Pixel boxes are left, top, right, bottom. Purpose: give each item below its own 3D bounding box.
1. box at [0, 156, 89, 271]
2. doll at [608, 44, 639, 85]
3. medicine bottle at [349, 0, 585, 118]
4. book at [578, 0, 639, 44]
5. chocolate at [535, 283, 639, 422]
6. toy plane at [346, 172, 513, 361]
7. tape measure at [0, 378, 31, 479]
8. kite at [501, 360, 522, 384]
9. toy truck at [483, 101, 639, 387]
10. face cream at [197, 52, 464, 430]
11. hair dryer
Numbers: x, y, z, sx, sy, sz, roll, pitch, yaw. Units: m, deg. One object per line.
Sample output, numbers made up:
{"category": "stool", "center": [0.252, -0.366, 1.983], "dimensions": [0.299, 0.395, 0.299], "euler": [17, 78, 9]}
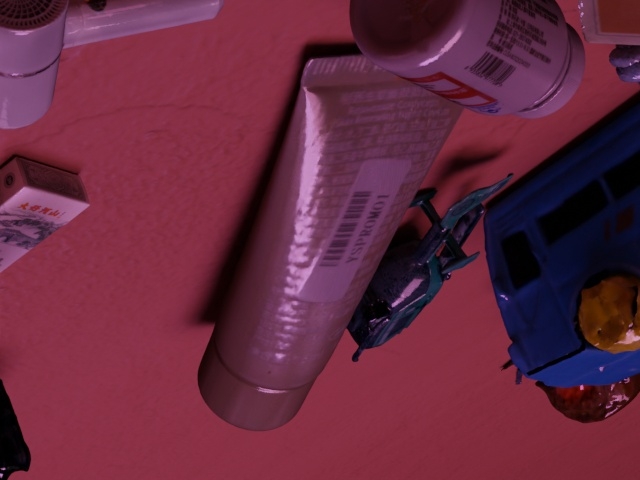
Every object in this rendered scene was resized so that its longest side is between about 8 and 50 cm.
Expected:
{"category": "box", "center": [-0.183, -0.013, 0.847], "dimensions": [0.083, 0.024, 0.054], "euler": [-34, 150, 25]}
{"category": "doll", "center": [0.268, -0.133, 0.877], "dimensions": [0.180, 0.075, 0.120], "euler": [-17, 174, 36]}
{"category": "medicine bottle", "center": [0.085, -0.113, 0.791], "dimensions": [0.079, 0.079, 0.140], "euler": [-35, 151, 26]}
{"category": "book", "center": [0.244, -0.155, 0.720], "dimensions": [0.241, 0.018, 0.170], "euler": [5, 145, 19]}
{"category": "chocolate", "center": [0.216, 0.080, 1.211], "dimensions": [0.124, 0.127, 0.133], "euler": [6, 160, 11]}
{"category": "toy plane", "center": [0.067, 0.025, 1.071], "dimensions": [0.096, 0.060, 0.235], "euler": [-18, 159, -25]}
{"category": "tape measure", "center": [-0.314, 0.178, 1.024], "dimensions": [0.186, 0.112, 0.199], "euler": [-5, 149, -27]}
{"category": "kite", "center": [0.258, 0.089, 1.393], "dimensions": [0.183, 0.010, 0.160], "euler": [-21, 155, 0]}
{"category": "toy truck", "center": [0.292, -0.032, 1.009], "dimensions": [0.385, 0.162, 0.161], "euler": [-37, 150, 32]}
{"category": "face cream", "center": [0.000, 0.000, 0.963], "dimensions": [0.137, 0.084, 0.341], "euler": [-8, 143, -30]}
{"category": "hair dryer", "center": [-0.107, -0.105, 0.709], "dimensions": [0.137, 0.047, 0.082], "euler": [-18, 156, -24]}
